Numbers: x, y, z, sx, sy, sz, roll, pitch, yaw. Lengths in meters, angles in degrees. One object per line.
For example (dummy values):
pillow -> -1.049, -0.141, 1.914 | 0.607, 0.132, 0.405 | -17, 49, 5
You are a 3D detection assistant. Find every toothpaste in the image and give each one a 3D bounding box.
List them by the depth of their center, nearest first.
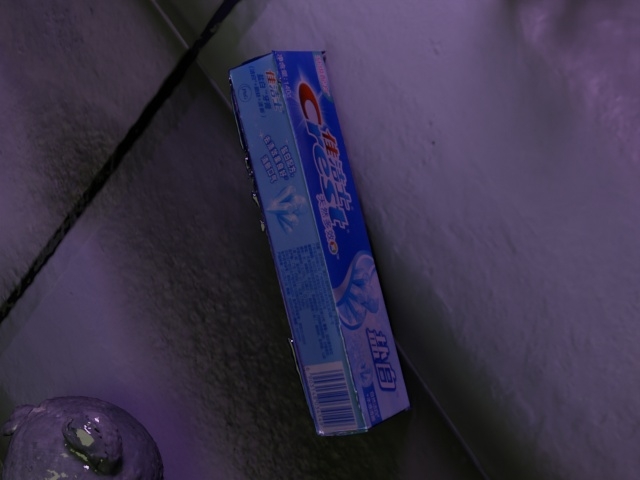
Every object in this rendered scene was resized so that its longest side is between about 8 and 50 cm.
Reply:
toothpaste -> 0.000, 0.000, 0.750 | 0.053, 0.066, 0.272 | -15, 89, 39

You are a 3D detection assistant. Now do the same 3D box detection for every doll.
doll -> -0.175, 0.290, 0.880 | 0.246, 0.158, 0.341 | -25, 85, 50
